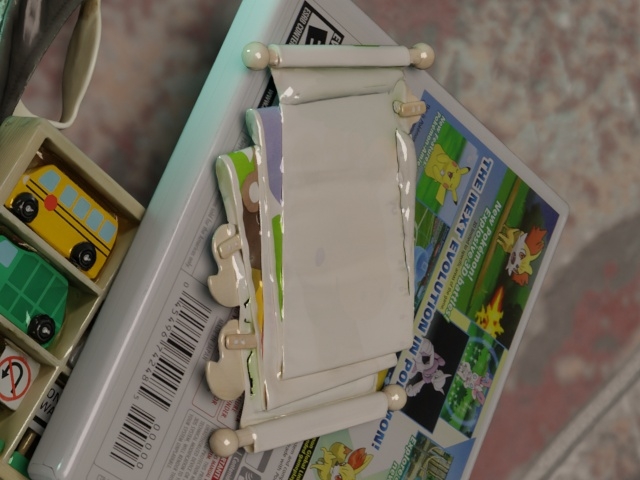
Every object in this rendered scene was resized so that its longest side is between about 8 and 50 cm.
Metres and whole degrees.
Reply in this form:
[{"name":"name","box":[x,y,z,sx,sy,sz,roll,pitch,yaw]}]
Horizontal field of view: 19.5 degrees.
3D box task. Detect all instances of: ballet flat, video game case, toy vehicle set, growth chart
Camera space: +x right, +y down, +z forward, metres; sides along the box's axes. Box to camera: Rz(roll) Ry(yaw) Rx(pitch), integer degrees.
[{"name":"ballet flat","box":[-0.184,-0.070,1.033,0.096,0.095,0.280,36,69,-29]},{"name":"video game case","box":[0.006,0.049,1.096,0.300,0.036,0.329,38,67,-40]},{"name":"toy vehicle set","box":[-0.118,0.075,1.029,0.267,0.035,0.166,44,65,-38]},{"name":"growth chart","box":[0.000,0.000,1.045,0.172,0.021,0.237,2,92,-45]}]
